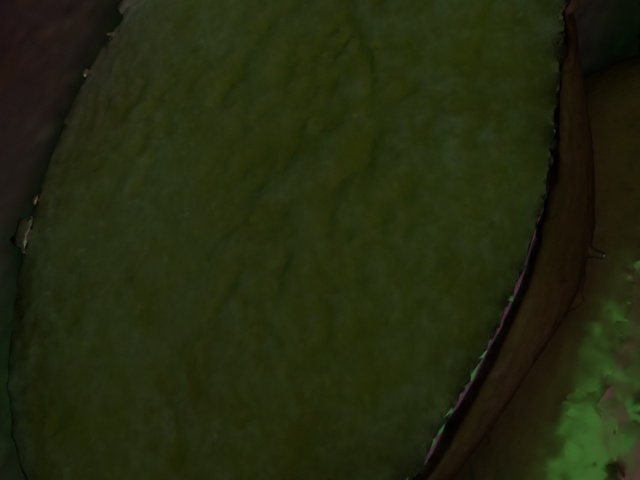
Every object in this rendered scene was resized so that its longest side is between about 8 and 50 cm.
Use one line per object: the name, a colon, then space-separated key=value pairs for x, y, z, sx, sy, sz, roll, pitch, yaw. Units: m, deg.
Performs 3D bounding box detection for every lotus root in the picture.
lotus root: x=0.146 y=0.034 z=0.764 sx=0.169 sy=0.151 sz=0.342 roll=18 pitch=82 yaw=-17

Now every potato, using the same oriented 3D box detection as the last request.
potato: x=0.000 y=0.000 z=0.704 sx=0.116 sy=0.239 sz=0.299 roll=37 pitch=66 yaw=-55
